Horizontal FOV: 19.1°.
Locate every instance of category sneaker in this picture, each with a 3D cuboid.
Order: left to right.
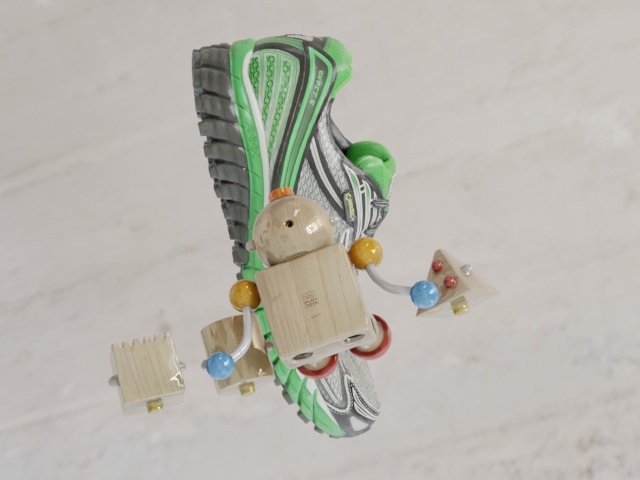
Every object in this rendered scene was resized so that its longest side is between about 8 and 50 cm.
[{"bbox_3d":[0.000,0.000,1.531,0.146,0.134,0.343,-13,107,1],"label":"sneaker"}]

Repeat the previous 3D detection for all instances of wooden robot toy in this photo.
[{"bbox_3d":[-0.014,0.019,0.839,0.173,0.076,0.079,-19,74,4],"label":"wooden robot toy"}]
